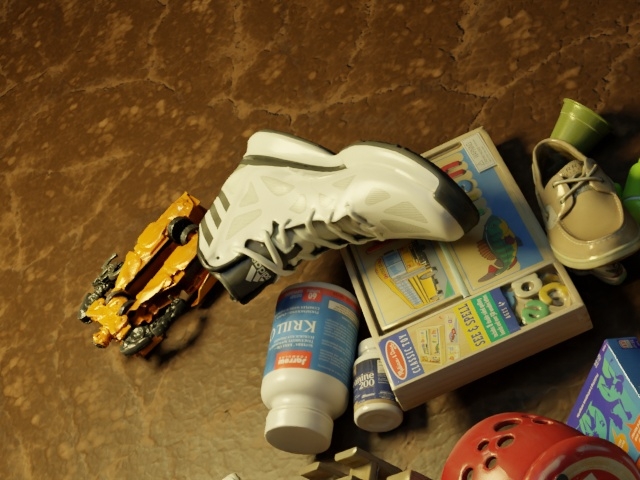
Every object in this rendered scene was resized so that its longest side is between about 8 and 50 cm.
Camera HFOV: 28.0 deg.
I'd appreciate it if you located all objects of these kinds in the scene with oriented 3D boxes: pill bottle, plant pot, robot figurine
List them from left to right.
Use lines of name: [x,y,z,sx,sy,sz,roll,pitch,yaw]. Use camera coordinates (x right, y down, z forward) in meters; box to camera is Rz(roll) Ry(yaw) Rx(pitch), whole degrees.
robot figurine: [-0.259,0.065,2.073,0.291,0.085,0.211,-50,44,-10]
pill bottle: [-0.016,0.178,1.786,0.124,0.124,0.221,-12,51,27]
pill bottle: [0.077,0.195,1.749,0.067,0.067,0.120,-19,48,22]
plant pot: [0.251,0.295,1.423,0.191,0.191,0.174,-54,18,-13]
plant pot: [0.360,-0.146,1.821,0.083,0.083,0.079,33,91,45]
robot figurine: [0.435,-0.059,1.699,0.101,0.067,0.115,-4,55,45]

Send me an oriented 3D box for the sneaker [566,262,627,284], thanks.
sneaker: [0.353,0.019,1.693,0.098,0.069,0.038,16,67,42]

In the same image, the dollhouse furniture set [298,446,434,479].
dollhouse furniture set: [0.084,0.382,1.581,0.242,0.161,0.212,-29,40,45]

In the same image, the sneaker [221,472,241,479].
sneaker: [-0.174,0.386,1.756,0.292,0.108,0.169,21,69,33]

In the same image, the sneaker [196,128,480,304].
sneaker: [0.000,0.001,1.766,0.447,0.169,0.257,12,62,47]

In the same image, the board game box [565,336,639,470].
board game box: [0.361,0.240,1.459,0.047,0.160,0.210,-2,41,-20]

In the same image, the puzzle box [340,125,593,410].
puzzle box: [0.174,0.025,1.781,0.272,0.052,0.409,-25,41,4]

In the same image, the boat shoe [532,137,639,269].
boat shoe: [0.332,-0.053,1.662,0.109,0.098,0.302,-21,21,6]
